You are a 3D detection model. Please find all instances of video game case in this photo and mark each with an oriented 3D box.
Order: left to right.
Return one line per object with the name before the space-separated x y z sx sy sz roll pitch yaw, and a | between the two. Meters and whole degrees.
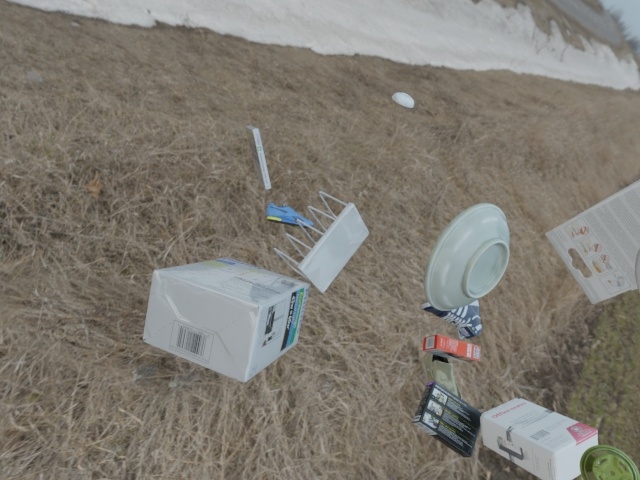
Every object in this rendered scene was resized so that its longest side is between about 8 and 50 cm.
video game case | -0.212 -0.286 1.400 0.023 0.212 0.193 -15 111 -11

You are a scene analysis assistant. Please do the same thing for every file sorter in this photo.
file sorter | 0.000 0.000 1.447 0.277 0.173 0.193 -52 143 -12

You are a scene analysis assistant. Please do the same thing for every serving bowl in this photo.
serving bowl | 0.294 -0.498 1.455 0.084 0.027 0.083 16 35 -12

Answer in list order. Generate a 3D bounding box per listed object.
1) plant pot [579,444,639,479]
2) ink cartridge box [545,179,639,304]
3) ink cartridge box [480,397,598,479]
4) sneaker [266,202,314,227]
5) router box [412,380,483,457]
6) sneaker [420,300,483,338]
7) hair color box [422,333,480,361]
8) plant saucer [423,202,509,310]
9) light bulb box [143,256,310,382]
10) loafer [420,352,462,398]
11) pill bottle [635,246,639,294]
plant pot | 0.464 0.372 0.663 0.079 0.083 0.083 41 39 -50
ink cartridge box | 0.605 0.002 0.824 0.056 0.224 0.180 -11 67 -37
ink cartridge box | 0.540 0.494 1.039 0.159 0.218 0.092 -10 96 -24
sneaker | -0.114 -0.099 1.651 0.210 0.069 0.082 14 78 -26
router box | 0.371 0.515 1.198 0.179 0.046 0.133 35 58 0
sneaker | 0.520 0.303 1.608 0.283 0.099 0.153 6 67 -28
hair color box | 0.449 0.373 1.422 0.167 0.093 0.053 17 66 -12
plant saucer | 0.518 0.078 1.377 0.401 0.400 0.101 9 18 -40
light bulb box | -0.272 0.216 1.287 0.361 0.358 0.225 -9 113 -69
loafer | 0.422 0.472 1.454 0.102 0.092 0.268 14 22 -11
pill bottle | 0.457 -0.002 0.373 0.319 0.176 0.176 -16 76 -18
